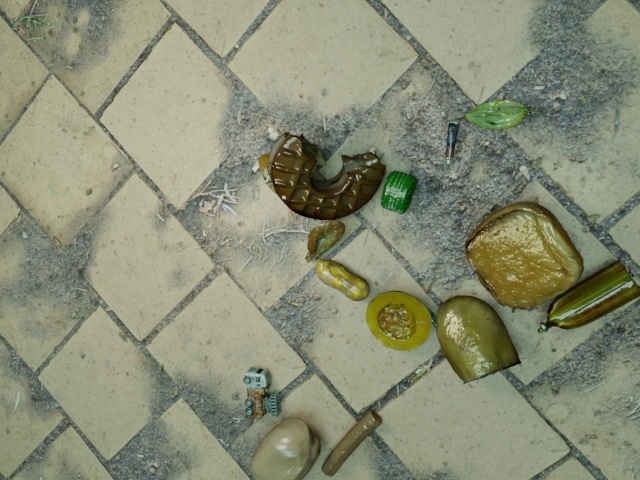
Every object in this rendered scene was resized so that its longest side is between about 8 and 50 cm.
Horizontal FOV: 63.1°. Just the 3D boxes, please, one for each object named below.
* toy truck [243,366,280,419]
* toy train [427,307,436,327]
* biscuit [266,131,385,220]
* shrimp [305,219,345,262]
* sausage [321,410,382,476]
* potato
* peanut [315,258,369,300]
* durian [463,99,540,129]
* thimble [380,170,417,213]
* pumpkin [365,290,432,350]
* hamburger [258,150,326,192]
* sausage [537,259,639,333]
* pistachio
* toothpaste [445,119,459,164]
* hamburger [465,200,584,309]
[{"bbox_3d":[-0.212,0.551,1.893,0.115,0.080,0.178,-4,97,11],"label":"toy truck"},{"bbox_3d":[0.372,0.262,1.714,0.029,0.045,0.092,-43,83,18],"label":"toy train"},{"bbox_3d":[0.003,-0.189,1.647,0.366,0.115,0.268,12,121,-19],"label":"biscuit"},{"bbox_3d":[-0.001,-0.002,1.743,0.115,0.051,0.217,16,135,-27],"label":"shrimp"},{"bbox_3d":[0.104,0.718,1.838,0.066,0.066,0.301,40,103,7],"label":"sausage"},{"bbox_3d":[0.472,0.298,1.625,0.229,0.229,0.266,-25,75,17],"label":"potato"},{"bbox_3d":[0.072,0.133,1.760,0.206,0.087,0.087,32,104,7],"label":"peanut"},{"bbox_3d":[0.541,-0.376,1.558,0.215,0.100,0.086,0,100,22],"label":"durian"},{"bbox_3d":[0.249,-0.151,1.660,0.090,0.118,0.130,21,81,16],"label":"thimble"},{"bbox_3d":[0.260,0.248,1.720,0.217,0.110,0.217,5,111,14],"label":"pumpkin"},{"bbox_3d":[-0.101,-0.264,1.726,0.207,0.135,0.155,-29,47,15],"label":"hamburger"},{"bbox_3d":[0.785,0.190,1.550,0.317,0.125,0.117,-37,86,17],"label":"sausage"},{"bbox_3d":[-0.137,0.762,1.843,0.332,0.208,0.226,-50,39,29],"label":"pistachio"},{"bbox_3d":[0.412,-0.309,1.644,0.037,0.021,0.140,7,96,10],"label":"toothpaste"},{"bbox_3d":[0.597,0.044,1.557,0.284,0.174,0.304,-32,88,19],"label":"hamburger"}]
